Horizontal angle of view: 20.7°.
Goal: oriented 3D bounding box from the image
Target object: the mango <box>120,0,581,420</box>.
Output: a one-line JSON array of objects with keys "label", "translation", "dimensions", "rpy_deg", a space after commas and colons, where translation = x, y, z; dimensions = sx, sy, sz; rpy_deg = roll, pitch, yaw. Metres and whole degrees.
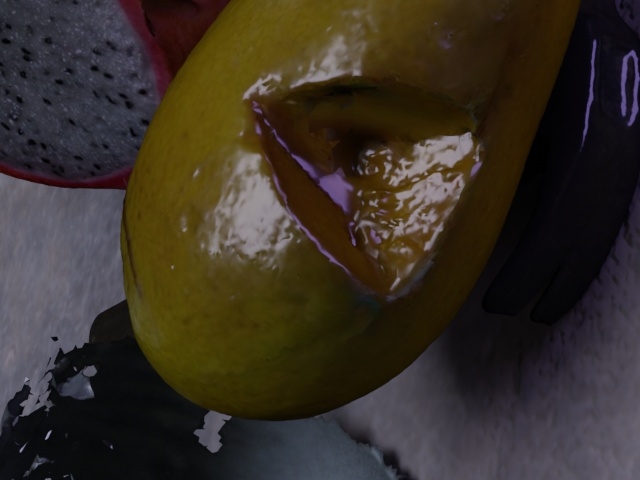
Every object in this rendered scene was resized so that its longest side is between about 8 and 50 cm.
[{"label": "mango", "translation": [0.015, -0.046, 0.709], "dimensions": [0.262, 0.130, 0.167], "rpy_deg": [-62, 33, 8]}]

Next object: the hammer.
[{"label": "hammer", "translation": [0.000, 0.000, 0.879], "dimensions": [0.440, 0.044, 0.168], "rpy_deg": [-27, 53, 52]}]

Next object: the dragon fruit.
[{"label": "dragon fruit", "translation": [-0.139, -0.195, 0.995], "dimensions": [0.305, 0.305, 0.226], "rpy_deg": [-23, 30, 53]}]

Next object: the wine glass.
[{"label": "wine glass", "translation": [-0.101, 0.217, 0.811], "dimensions": [0.357, 0.190, 0.190], "rpy_deg": [-66, 32, 21]}]
